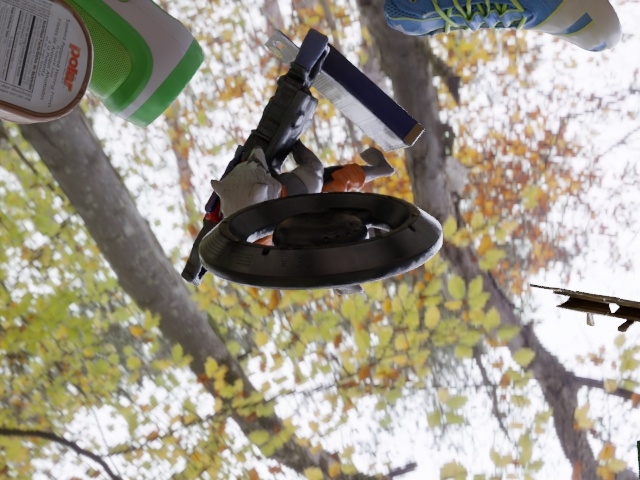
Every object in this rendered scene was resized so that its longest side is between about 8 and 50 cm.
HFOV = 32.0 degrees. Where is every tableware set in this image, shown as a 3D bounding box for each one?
[{"bbox_3d":[0.335,0.085,1.283,0.128,0.194,0.039,11,-91,-18],"label":"tableware set"}]

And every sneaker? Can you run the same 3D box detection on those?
[{"bbox_3d":[0.132,-0.201,0.938,0.126,0.091,0.240,-49,-118,4],"label":"sneaker"}]

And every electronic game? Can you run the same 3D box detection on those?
[{"bbox_3d":[0.000,0.000,1.049,0.229,0.048,0.229,-4,-162,1],"label":"electronic game"}]

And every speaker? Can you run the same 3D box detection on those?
[{"bbox_3d":[-0.267,-0.253,1.166,0.296,0.131,0.131,40,-111,-18],"label":"speaker"}]

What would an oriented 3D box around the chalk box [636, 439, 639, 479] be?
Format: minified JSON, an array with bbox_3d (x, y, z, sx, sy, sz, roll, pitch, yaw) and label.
[{"bbox_3d":[0.334,0.232,0.891,0.213,0.132,0.132,-14,-125,31],"label":"chalk box"}]

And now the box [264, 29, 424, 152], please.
[{"bbox_3d":[0.028,-0.203,1.465,0.225,0.136,0.036,39,-95,-9],"label":"box"}]

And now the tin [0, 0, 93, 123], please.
[{"bbox_3d":[-0.257,-0.153,0.854,0.040,0.190,0.106,11,-94,43],"label":"tin"}]

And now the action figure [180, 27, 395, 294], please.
[{"bbox_3d":[-0.004,-0.066,1.357,0.178,0.330,0.341,33,-75,29],"label":"action figure"}]
